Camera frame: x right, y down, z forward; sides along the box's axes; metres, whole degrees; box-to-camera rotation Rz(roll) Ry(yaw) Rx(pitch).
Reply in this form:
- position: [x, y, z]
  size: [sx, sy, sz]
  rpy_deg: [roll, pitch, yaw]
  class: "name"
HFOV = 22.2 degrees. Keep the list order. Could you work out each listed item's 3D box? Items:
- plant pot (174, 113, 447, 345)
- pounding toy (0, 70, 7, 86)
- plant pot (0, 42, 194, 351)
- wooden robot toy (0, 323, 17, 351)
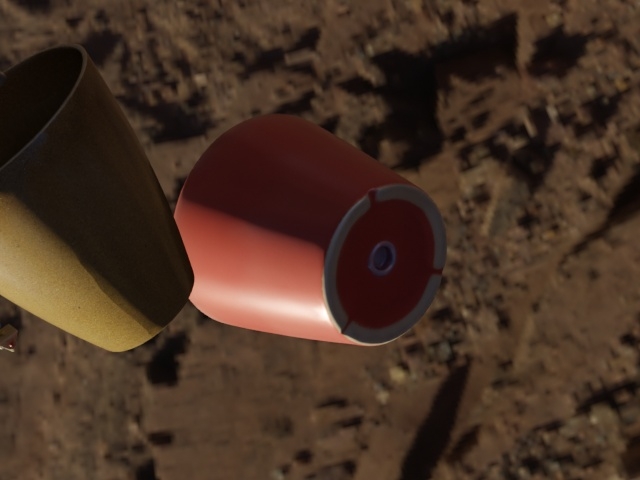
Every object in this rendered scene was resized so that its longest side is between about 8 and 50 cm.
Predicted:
- position: [0.000, 0.000, 1.946]
  size: [0.275, 0.243, 0.275]
  rpy_deg: [-13, 111, -38]
  class: "plant pot"
- position: [-0.364, -0.129, 1.506]
  size: [0.130, 0.141, 0.100]
  rpy_deg: [-50, 161, 4]
  class: "pounding toy"
- position: [-0.241, -0.019, 1.577]
  size: [0.237, 0.237, 0.254]
  rpy_deg: [-31, 118, 17]
  class: "plant pot"
- position: [-0.423, 0.167, 1.956]
  size: [0.173, 0.076, 0.079]
  rpy_deg: [-26, 117, 4]
  class: "wooden robot toy"
